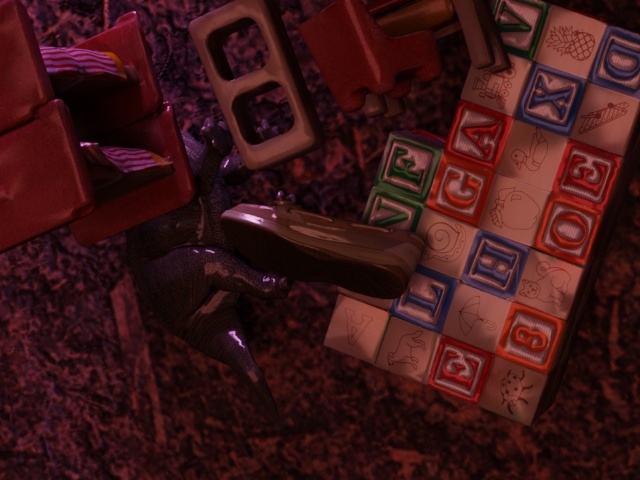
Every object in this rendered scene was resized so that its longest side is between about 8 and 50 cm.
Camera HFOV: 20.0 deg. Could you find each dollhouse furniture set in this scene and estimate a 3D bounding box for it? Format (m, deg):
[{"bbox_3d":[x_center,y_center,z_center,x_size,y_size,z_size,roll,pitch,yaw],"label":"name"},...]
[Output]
[{"bbox_3d":[-0.080,-0.122,1.254,0.374,0.201,0.152,-22,87,17],"label":"dollhouse furniture set"}]

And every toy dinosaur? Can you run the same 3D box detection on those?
[{"bbox_3d":[-0.100,-0.004,1.437,0.160,0.121,0.313,-24,93,31],"label":"toy dinosaur"}]

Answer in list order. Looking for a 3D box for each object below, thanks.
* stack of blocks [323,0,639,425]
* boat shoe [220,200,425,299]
[{"bbox_3d":[0.133,-0.034,1.352,0.171,0.087,0.297,21,102,15],"label":"stack of blocks"},{"bbox_3d":[0.000,-0.001,1.333,0.153,0.048,0.056,14,145,23],"label":"boat shoe"}]
